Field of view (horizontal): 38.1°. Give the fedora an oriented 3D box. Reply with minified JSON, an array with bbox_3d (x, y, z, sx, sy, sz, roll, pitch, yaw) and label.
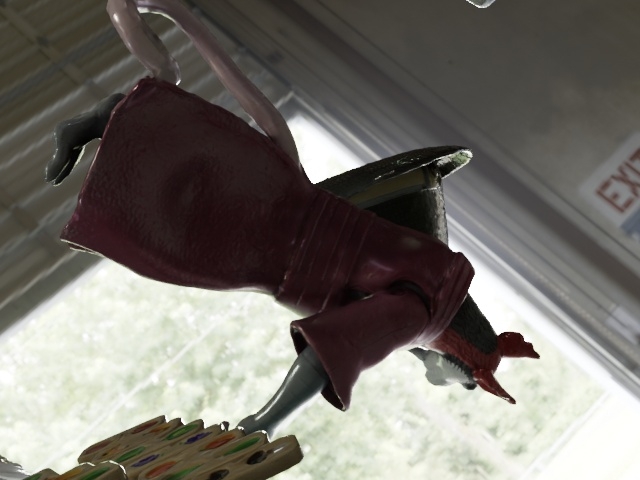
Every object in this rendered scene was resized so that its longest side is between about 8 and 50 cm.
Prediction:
[{"bbox_3d":[0.047,0.014,1.022,0.334,0.153,0.334,-21,-4,-1],"label":"fedora"}]

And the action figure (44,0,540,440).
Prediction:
[{"bbox_3d":[0.000,0.000,0.695,0.248,0.370,0.276,-59,-8,-69],"label":"action figure"}]

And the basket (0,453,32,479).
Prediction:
[{"bbox_3d":[-0.360,0.246,0.821,0.167,0.103,0.113,-54,-21,-6],"label":"basket"}]

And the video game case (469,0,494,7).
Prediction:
[{"bbox_3d":[-0.009,-0.324,0.537,0.036,0.329,0.300,-45,-22,-21],"label":"video game case"}]

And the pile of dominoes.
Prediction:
[{"bbox_3d":[-0.139,0.126,0.467,0.196,0.040,0.251,-26,6,-26],"label":"pile of dominoes"}]
